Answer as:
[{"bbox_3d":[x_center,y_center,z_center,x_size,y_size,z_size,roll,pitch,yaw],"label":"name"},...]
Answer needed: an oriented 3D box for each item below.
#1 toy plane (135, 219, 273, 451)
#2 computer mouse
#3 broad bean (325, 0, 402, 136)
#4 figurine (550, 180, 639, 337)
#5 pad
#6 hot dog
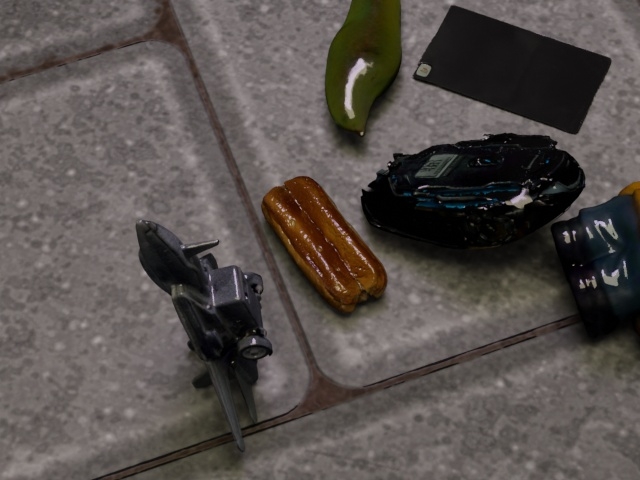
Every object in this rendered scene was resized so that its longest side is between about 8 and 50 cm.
[{"bbox_3d":[-0.098,0.047,1.230,0.088,0.267,0.212,-12,57,2],"label":"toy plane"},{"bbox_3d":[0.149,-0.042,1.372,0.241,0.077,0.146,2,30,32],"label":"computer mouse"},{"bbox_3d":[0.052,-0.242,1.533,0.075,0.067,0.325,20,53,-20],"label":"broad bean"},{"bbox_3d":[0.387,-0.020,1.286,0.332,0.204,0.185,-11,60,-4],"label":"figurine"},{"bbox_3d":[0.209,-0.189,1.520,0.193,0.004,0.116,21,61,15],"label":"pad"},{"bbox_3d":[0.000,0.000,1.385,0.071,0.045,0.165,-30,61,-14],"label":"hot dog"}]
